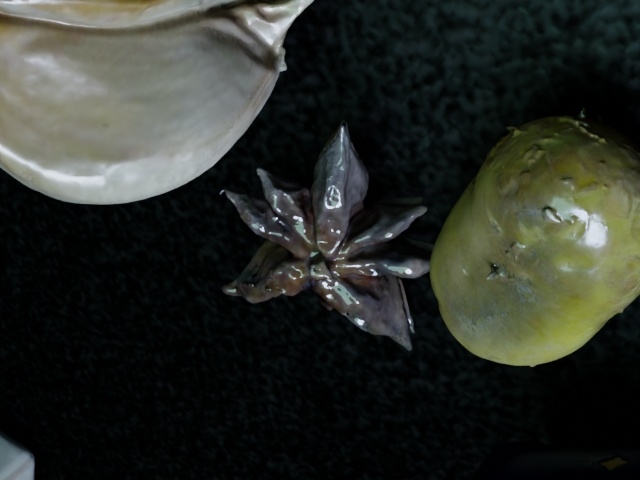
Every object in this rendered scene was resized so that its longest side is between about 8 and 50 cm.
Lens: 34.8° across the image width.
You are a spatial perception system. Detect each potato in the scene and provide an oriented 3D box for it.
[{"bbox_3d":[0.100,0.000,0.457,0.091,0.070,0.138,52,148,16],"label":"potato"}]

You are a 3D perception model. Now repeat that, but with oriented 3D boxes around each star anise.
[{"bbox_3d":[0.005,-0.007,0.521,0.124,0.056,0.129,16,130,8],"label":"star anise"}]

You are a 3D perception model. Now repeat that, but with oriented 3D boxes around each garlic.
[{"bbox_3d":[-0.105,-0.134,0.466,0.143,0.178,0.229,16,113,61],"label":"garlic"}]

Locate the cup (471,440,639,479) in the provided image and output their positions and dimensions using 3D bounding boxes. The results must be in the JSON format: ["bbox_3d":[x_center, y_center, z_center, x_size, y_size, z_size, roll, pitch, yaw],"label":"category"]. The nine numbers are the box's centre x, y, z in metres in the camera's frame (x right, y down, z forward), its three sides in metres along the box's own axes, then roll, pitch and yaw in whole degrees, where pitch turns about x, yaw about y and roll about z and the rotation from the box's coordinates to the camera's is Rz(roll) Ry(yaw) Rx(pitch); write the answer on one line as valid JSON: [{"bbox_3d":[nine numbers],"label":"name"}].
[{"bbox_3d":[0.228,0.178,0.470,0.256,0.255,0.178,-10,76,33],"label":"cup"}]

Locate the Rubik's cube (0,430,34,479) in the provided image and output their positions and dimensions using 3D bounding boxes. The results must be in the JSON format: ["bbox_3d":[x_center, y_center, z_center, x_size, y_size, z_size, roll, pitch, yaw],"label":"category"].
[{"bbox_3d":[-0.450,0.285,0.817,0.321,0.319,0.316,26,130,16],"label":"Rubik's cube"}]
